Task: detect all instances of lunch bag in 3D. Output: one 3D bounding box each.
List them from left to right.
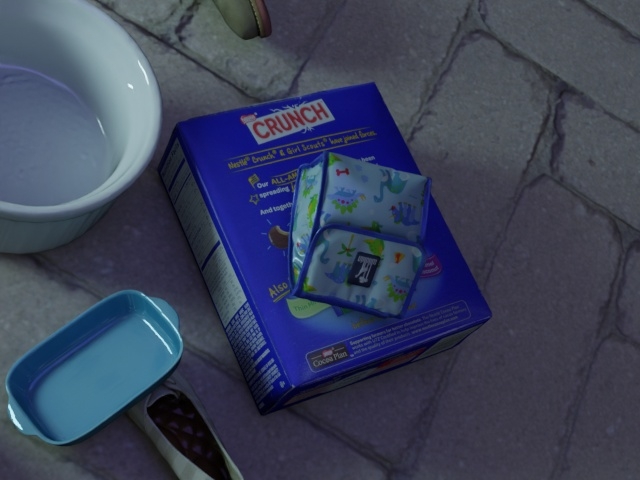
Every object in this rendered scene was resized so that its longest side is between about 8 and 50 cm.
[{"bbox_3d":[0.038,-0.003,1.205,0.129,0.096,0.151,14,76,-19],"label":"lunch bag"}]

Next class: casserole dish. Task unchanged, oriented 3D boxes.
[{"bbox_3d":[-0.219,0.129,1.155,0.188,0.037,0.114,-36,61,-17],"label":"casserole dish"}]

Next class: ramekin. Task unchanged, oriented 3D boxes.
[{"bbox_3d":[-0.315,-0.120,1.216,0.277,0.135,0.277,11,60,-20],"label":"ramekin"}]

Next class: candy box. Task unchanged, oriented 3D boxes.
[{"bbox_3d":[0.000,0.000,1.311,0.268,0.122,0.317,-15,73,-29],"label":"candy box"}]

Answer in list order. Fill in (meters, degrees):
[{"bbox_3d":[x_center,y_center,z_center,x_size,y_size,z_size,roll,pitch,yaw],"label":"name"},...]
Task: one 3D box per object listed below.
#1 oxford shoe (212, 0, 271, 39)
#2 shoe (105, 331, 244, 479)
[{"bbox_3d":[-0.190,-0.372,1.443,0.130,0.123,0.348,-35,83,-8],"label":"oxford shoe"},{"bbox_3d":[-0.144,0.179,1.186,0.077,0.058,0.219,-29,79,-34],"label":"shoe"}]
